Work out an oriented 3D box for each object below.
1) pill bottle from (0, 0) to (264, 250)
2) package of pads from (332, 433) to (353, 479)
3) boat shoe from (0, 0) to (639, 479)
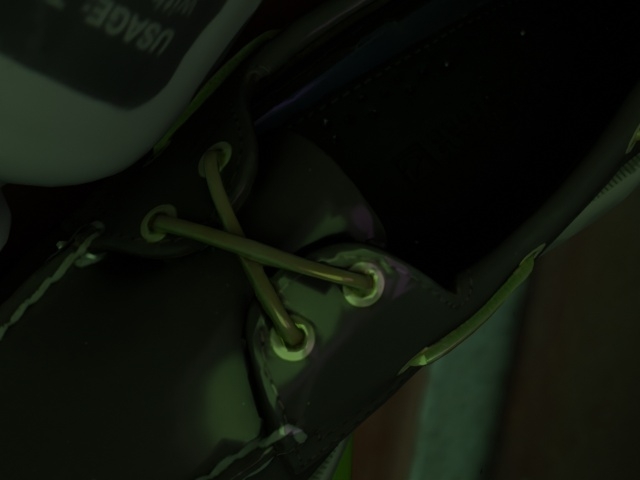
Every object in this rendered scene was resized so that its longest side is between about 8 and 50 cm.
[{"bbox_3d":[-0.075,-0.144,0.435,0.204,0.204,0.361,33,101,-24],"label":"pill bottle"},{"bbox_3d":[-0.114,0.157,0.610,0.229,0.101,0.296,-3,112,-14],"label":"package of pads"},{"bbox_3d":[-0.003,-0.003,0.508,0.305,0.109,0.091,-39,162,-26],"label":"boat shoe"}]
